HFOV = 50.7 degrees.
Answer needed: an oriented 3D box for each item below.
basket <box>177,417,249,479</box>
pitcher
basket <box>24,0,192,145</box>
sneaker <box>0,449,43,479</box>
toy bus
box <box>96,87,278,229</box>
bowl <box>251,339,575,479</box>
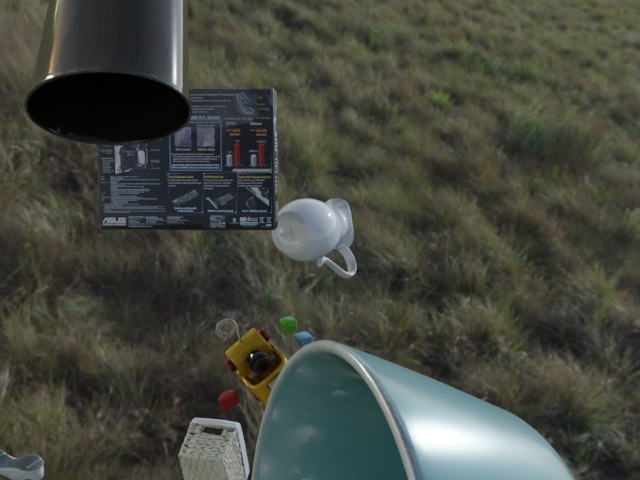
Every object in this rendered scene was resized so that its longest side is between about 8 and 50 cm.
[{"bbox_3d":[-0.227,0.478,1.449,0.113,0.167,0.103,2,33,13],"label":"basket"},{"bbox_3d":[0.000,0.000,1.381,0.207,0.125,0.178,-8,74,-61],"label":"pitcher"},{"bbox_3d":[-0.217,-0.241,0.729,0.154,0.227,0.204,15,-19,-42],"label":"basket"},{"bbox_3d":[-0.670,0.491,1.454,0.152,0.061,0.054,9,35,4],"label":"sneaker"},{"bbox_3d":[-0.100,0.252,1.286,0.202,0.191,0.104,2,17,-33],"label":"toy bus"},{"bbox_3d":[-0.229,-0.140,1.175,0.307,0.243,0.076,-1,6,0],"label":"box"},{"bbox_3d":[0.068,0.225,0.447,0.163,0.312,0.311,5,33,-22],"label":"bowl"}]
